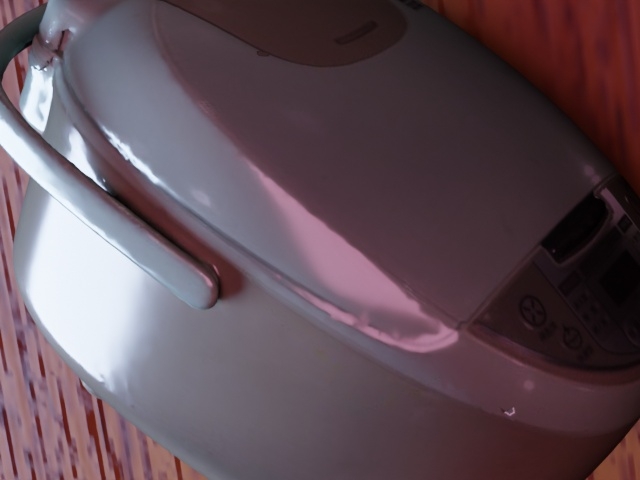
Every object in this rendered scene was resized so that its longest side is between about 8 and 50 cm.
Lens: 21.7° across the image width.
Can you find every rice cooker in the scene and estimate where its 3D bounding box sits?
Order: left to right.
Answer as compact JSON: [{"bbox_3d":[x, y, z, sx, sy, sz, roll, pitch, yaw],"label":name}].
[{"bbox_3d":[0.000,0.000,0.477,0.206,0.145,0.127,31,122,16],"label":"rice cooker"}]
